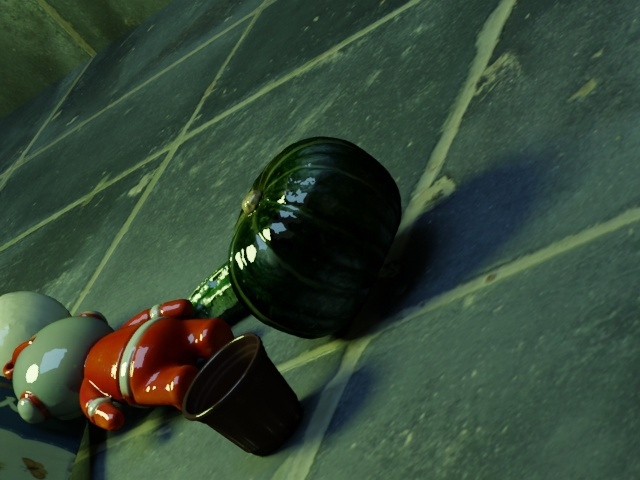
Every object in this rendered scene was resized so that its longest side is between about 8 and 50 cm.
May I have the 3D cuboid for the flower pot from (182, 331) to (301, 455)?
[{"bbox_3d":[-0.070,0.162,1.739,0.111,0.089,0.111,-39,21,18],"label":"flower pot"}]

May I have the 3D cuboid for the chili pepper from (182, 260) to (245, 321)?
[{"bbox_3d":[-0.113,0.072,2.063,0.227,0.059,0.088,-41,31,20],"label":"chili pepper"}]

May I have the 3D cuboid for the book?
[{"bbox_3d":[-0.432,0.243,1.980,0.428,0.300,0.039,-92,15,-72],"label":"book"}]

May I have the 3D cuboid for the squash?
[{"bbox_3d":[-0.005,-0.002,1.819,0.218,0.172,0.218,-38,27,23],"label":"squash"}]

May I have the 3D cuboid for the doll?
[{"bbox_3d":[-0.258,0.153,2.056,0.337,0.105,0.199,-4,42,36],"label":"doll"}]

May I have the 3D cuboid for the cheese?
[{"bbox_3d":[-0.402,0.164,2.290,0.189,0.154,0.198,-55,18,27],"label":"cheese"}]
